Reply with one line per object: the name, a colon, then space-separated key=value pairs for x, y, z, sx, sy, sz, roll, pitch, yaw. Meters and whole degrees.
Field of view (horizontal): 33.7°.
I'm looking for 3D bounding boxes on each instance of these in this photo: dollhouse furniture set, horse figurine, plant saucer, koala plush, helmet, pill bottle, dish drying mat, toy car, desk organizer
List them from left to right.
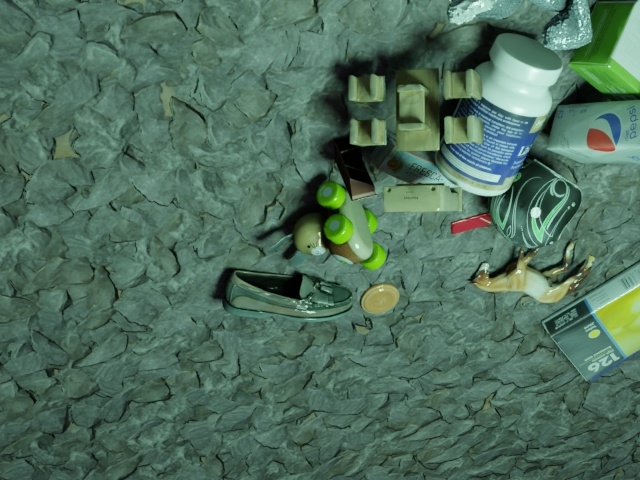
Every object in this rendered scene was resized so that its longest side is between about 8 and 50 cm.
toy car: x=0.000 y=0.000 z=1.990 sx=0.188 sy=0.149 sz=0.155 roll=-26 pitch=145 yaw=21
desk organizer: x=0.060 y=-0.132 z=1.887 sx=0.047 sy=0.130 sz=0.050 roll=-14 pitch=131 yaw=-5
plant saucer: x=0.126 y=0.124 z=2.216 sx=0.083 sy=0.013 sz=0.083 roll=-9 pitch=132 yaw=-10
dollhouse furniture set: x=0.174 y=-0.170 z=1.816 sx=0.212 sy=0.242 sz=0.161 roll=0 pitch=-179 yaw=19
dish drying mat: x=0.306 y=-0.034 z=2.138 sx=0.083 sy=0.008 sz=0.032 roll=-16 pitch=134 yaw=-5
pill bottle: x=0.317 y=-0.223 z=1.873 sx=0.153 sy=0.153 sz=0.265 roll=5 pitch=129 yaw=-22
koala plush: x=0.299 y=-0.414 z=1.646 sx=0.221 sy=0.196 sz=0.203 roll=-6 pitch=142 yaw=16
helmet: x=0.404 y=-0.068 z=2.036 sx=0.169 sy=0.169 sz=0.162 roll=26 pitch=103 yaw=-34
horse figurine: x=0.467 y=0.069 z=2.245 sx=0.263 sy=0.066 sz=0.174 roll=17 pitch=118 yaw=-27

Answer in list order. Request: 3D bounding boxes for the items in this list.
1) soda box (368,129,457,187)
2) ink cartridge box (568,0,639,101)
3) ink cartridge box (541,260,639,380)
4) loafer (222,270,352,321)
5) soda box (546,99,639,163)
soda box: x=0.182 y=-0.139 z=1.966 sx=0.183 sy=0.063 sz=0.058 roll=21 pitch=119 yaw=-32
ink cartridge box: x=0.577 y=-0.378 z=1.873 sx=0.188 sy=0.097 sz=0.255 roll=28 pitch=83 yaw=-35
ink cartridge box: x=0.708 y=0.200 z=2.440 sx=0.303 sy=0.072 sz=0.307 roll=-35 pitch=130 yaw=13
loafer: x=-0.058 y=0.104 z=2.088 sx=0.267 sy=0.096 sz=0.084 roll=1 pitch=124 yaw=-16
soda box: x=0.543 y=-0.193 z=1.891 sx=0.098 sy=0.286 sz=0.091 roll=18 pitch=85 yaw=-30
